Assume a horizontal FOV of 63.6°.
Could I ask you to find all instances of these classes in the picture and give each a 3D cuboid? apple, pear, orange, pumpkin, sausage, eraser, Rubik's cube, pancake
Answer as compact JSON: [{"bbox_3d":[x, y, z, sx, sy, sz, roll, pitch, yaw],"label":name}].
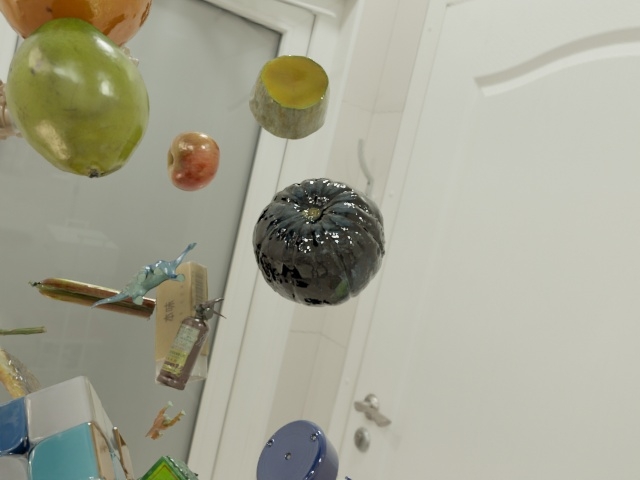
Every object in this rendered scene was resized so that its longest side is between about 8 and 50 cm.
[{"bbox_3d":[-0.438,-0.275,1.780,0.164,0.209,0.209,1,9,-31],"label":"apple"},{"bbox_3d":[-0.393,-0.233,0.846,0.212,0.269,0.212,-13,-5,-1],"label":"pear"},{"bbox_3d":[-0.465,-0.501,0.958,0.312,0.312,0.312,13,3,-1],"label":"orange"},{"bbox_3d":[-0.106,-0.593,2.067,0.332,0.332,0.199,12,-27,-14],"label":"pumpkin"},{"bbox_3d":[-0.711,0.177,1.617,0.371,0.082,0.082,17,2,-22],"label":"sausage"},{"bbox_3d":[-0.403,0.238,1.496,0.144,0.343,0.078,-19,-28,22],"label":"eraser"},{"bbox_3d":[0.000,0.000,1.379,0.363,0.363,0.266,15,-36,28],"label":"pumpkin"},{"bbox_3d":[-0.545,0.531,0.977,0.347,0.344,0.346,-19,47,-20],"label":"Rubik's cube"},{"bbox_3d":[-0.951,0.464,1.650,0.266,0.057,0.244,49,-22,14],"label":"pancake"}]

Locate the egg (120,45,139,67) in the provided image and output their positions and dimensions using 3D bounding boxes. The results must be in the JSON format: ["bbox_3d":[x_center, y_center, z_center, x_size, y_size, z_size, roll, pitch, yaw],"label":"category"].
[{"bbox_3d":[-0.591,-0.368,1.311,0.279,0.310,0.279,39,28,-25],"label":"egg"}]

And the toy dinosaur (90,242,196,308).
[{"bbox_3d":[-0.449,0.098,1.367,0.329,0.076,0.144,-37,23,-23],"label":"toy dinosaur"}]

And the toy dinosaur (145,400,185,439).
[{"bbox_3d":[-0.504,0.569,1.608,0.057,0.142,0.212,47,-6,21],"label":"toy dinosaur"}]

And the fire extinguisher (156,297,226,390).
[{"bbox_3d":[-0.321,0.250,1.313,0.075,0.252,0.106,15,-17,22],"label":"fire extinguisher"}]

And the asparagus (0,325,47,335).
[{"bbox_3d":[-0.936,0.269,1.522,0.248,0.025,0.024,-2,-8,-2],"label":"asparagus"}]

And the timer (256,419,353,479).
[{"bbox_3d":[-0.006,0.822,1.751,0.383,0.270,0.270,52,-18,-29],"label":"timer"}]

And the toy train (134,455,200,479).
[{"bbox_3d":[-0.350,0.658,1.237,0.271,0.188,0.159,36,-21,27],"label":"toy train"}]

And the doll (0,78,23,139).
[{"bbox_3d":[-0.828,-0.349,1.379,0.119,0.154,0.278,-3,13,-8],"label":"doll"}]
